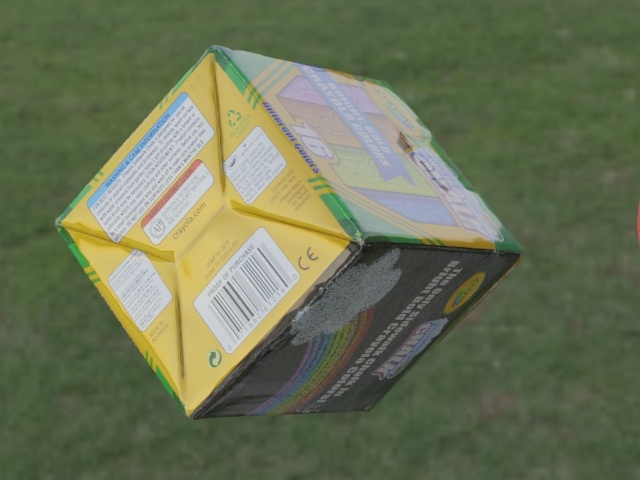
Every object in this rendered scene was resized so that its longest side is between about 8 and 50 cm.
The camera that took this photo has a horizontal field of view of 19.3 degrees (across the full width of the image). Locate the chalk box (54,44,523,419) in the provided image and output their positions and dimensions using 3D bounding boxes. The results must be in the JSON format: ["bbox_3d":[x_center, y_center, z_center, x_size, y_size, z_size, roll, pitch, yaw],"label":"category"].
[{"bbox_3d":[0.000,0.000,0.962,0.132,0.132,0.213,53,23,23],"label":"chalk box"}]

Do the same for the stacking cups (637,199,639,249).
[{"bbox_3d":[0.203,-0.041,0.607,0.096,0.096,0.316,15,29,38],"label":"stacking cups"}]
